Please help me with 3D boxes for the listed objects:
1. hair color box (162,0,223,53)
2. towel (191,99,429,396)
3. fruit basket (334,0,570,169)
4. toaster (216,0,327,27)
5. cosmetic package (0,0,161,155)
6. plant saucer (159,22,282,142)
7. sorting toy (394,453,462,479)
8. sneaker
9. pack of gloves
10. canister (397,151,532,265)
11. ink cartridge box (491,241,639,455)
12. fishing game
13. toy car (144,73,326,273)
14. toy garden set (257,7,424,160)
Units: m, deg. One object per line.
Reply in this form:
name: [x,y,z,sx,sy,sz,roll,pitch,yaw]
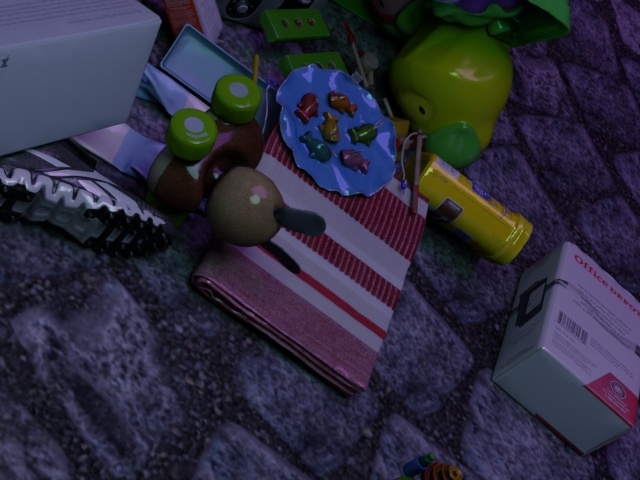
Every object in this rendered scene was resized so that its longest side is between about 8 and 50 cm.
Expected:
hair color box: [-0.166,-0.309,1.492,0.072,0.043,0.141,-75,156,-48]
towel: [0.000,0.000,1.426,0.237,0.037,0.329,38,46,-14]
fruit basket: [0.168,-0.304,1.697,0.283,0.392,0.392,27,42,-26]
toaster: [-0.086,-0.389,1.649,0.168,0.110,0.186,9,52,-41]
cosmetic package: [-0.325,-0.208,1.190,0.224,0.138,0.224,38,34,21]
plant saucer: [-0.110,-0.189,1.503,0.192,0.018,0.067,35,76,-19]
sorting toy: [0.123,0.270,1.341,0.102,0.042,0.061,-13,68,-49]
sneaker: [-0.251,-0.056,1.227,0.234,0.078,0.106,18,49,-31]
pack of gloves: [-0.187,-0.142,1.391,0.232,0.046,0.195,35,39,-17]
canister: [0.189,-0.046,1.620,0.170,0.073,0.126,36,-2,-12]
ink cartridge box: [0.345,0.142,1.622,0.172,0.100,0.237,40,39,-11]
fishing game: [0.028,-0.142,1.487,0.264,0.041,0.189,25,53,-24]
toy car: [-0.076,-0.051,1.277,0.188,0.155,0.149,39,52,9]
toy garden set: [0.027,-0.197,1.627,0.204,0.049,0.244,-14,76,-48]
